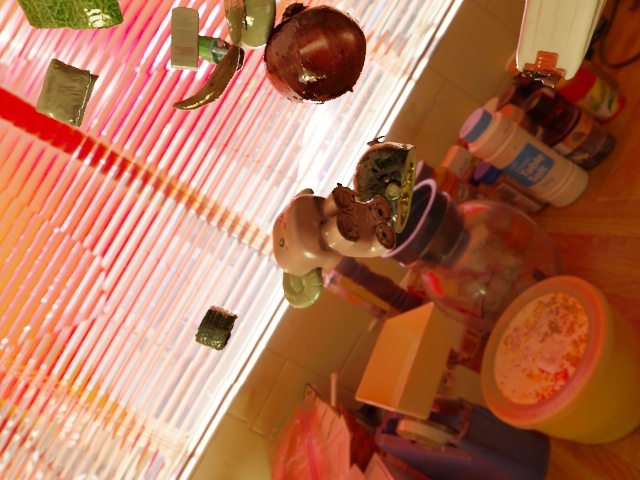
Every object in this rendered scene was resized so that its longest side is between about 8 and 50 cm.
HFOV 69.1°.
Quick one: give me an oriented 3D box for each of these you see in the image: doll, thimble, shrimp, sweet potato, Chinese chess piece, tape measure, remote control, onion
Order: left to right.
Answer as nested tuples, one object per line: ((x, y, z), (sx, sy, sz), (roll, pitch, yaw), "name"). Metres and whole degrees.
((-0.419, -0.624, 1.438), (0.029, 0.087, 0.190), (-177, 88, -78), "remote control")
((-0.308, -0.446, 1.327), (0.255, 0.078, 0.058), (-43, 21, 8), "sweet potato")
((-0.308, 0.260, 1.382), (0.135, 0.090, 0.118), (-73, 4, -82), "thimble")
((-0.189, -0.622, 1.219), (0.238, 0.092, 0.238), (170, 90, -69), "Chinese chess piece")
((-0.016, -0.479, 1.196), (0.276, 0.276, 0.276), (-58, 10, 15), "onion")
((0.000, 0.000, 1.042), (0.268, 0.216, 0.284), (-33, 53, 47), "doll")
((0.206, -0.357, 1.698), (0.092, 0.029, 0.038), (-18, 76, 47), "shrimp")
((0.433, -0.453, 0.799), (0.265, 0.130, 0.258), (-60, -27, -19), "tape measure")

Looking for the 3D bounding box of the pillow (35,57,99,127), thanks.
((-0.770, -0.444, 1.407), (0.078, 0.134, 0.181), (-158, 86, -76), "pillow")

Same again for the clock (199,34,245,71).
((-0.358, -0.647, 1.595), (0.194, 0.195, 0.100), (-115, 37, -69), "clock")

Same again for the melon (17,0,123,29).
((-0.452, -0.540, 0.794), (0.124, 0.196, 0.323), (-74, -14, -59), "melon")

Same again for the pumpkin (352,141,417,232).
((0.199, -0.182, 1.557), (0.263, 0.197, 0.293), (-13, -68, -71), "pumpkin")
